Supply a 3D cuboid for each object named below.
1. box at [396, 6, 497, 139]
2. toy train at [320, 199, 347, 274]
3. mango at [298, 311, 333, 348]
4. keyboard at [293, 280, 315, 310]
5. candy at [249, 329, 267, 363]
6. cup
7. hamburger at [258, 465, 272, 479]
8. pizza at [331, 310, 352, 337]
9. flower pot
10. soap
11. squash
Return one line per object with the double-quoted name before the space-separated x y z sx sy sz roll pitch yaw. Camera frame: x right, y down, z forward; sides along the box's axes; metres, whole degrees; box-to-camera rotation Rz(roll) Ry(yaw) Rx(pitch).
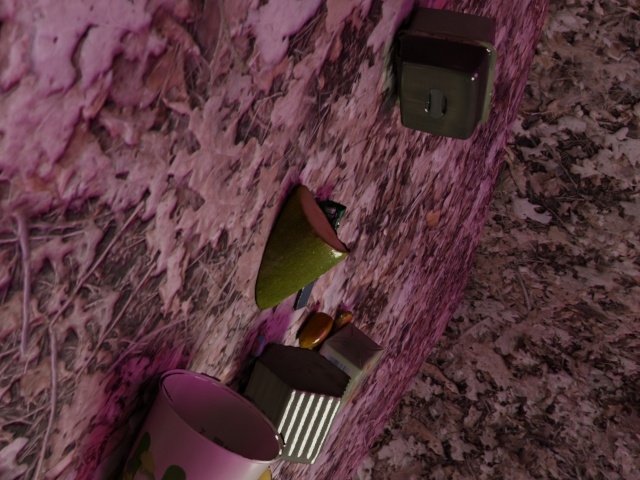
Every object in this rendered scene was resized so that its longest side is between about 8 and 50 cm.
"box" 0.277 -0.365 1.750 0.291 0.220 0.166 77 30 -61
"toy train" 0.000 0.000 1.721 0.104 0.071 0.178 -43 154 -70
"mango" -0.013 0.231 2.000 0.114 0.060 0.080 -49 171 -40
"keyboard" -0.022 0.083 1.850 0.055 0.014 0.176 -24 136 -62
"candy" -0.138 0.234 1.729 0.083 0.020 0.030 -67 163 7
"cup" -0.235 0.404 1.385 0.274 0.253 0.253 -57 163 9
"hamburger" -0.222 0.582 1.769 0.237 0.148 0.237 17 90 -71
"pizza" 0.052 0.246 2.253 0.109 0.026 0.123 -55 164 -2
"flower pot" -0.065 0.366 1.782 0.239 0.209 0.190 -42 154 -71
"soap" 0.059 0.365 2.220 0.199 0.138 0.182 -62 165 24
"squash" -0.088 0.027 1.592 0.252 0.170 0.093 -35 173 30
